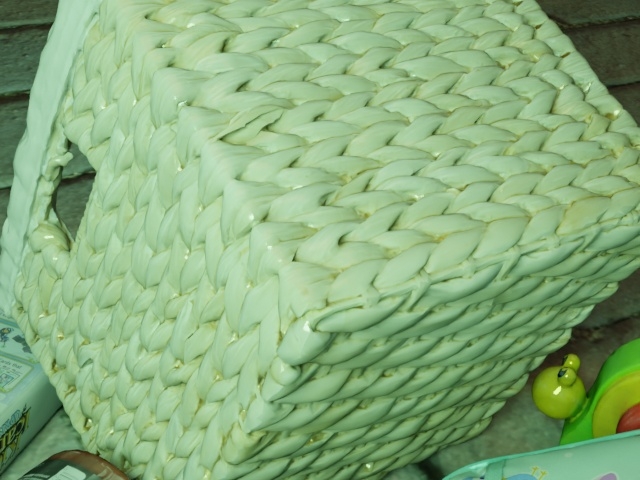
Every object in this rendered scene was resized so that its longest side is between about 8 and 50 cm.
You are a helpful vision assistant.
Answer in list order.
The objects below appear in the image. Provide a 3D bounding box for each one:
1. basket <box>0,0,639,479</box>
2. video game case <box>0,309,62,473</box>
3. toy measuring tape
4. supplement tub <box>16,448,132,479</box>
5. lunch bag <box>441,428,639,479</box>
[{"bbox_3d":[0.000,0.000,0.713,0.331,0.328,0.266,-15,60,-36],"label":"basket"},{"bbox_3d":[-0.331,0.091,0.780,0.269,0.061,0.244,16,33,12],"label":"video game case"},{"bbox_3d":[0.323,0.146,0.791,0.330,0.121,0.121,16,31,14],"label":"toy measuring tape"},{"bbox_3d":[-0.182,0.206,0.579,0.106,0.106,0.198,23,34,24],"label":"supplement tub"},{"bbox_3d":[0.152,0.225,0.572,0.224,0.108,0.279,-11,25,14],"label":"lunch bag"}]
